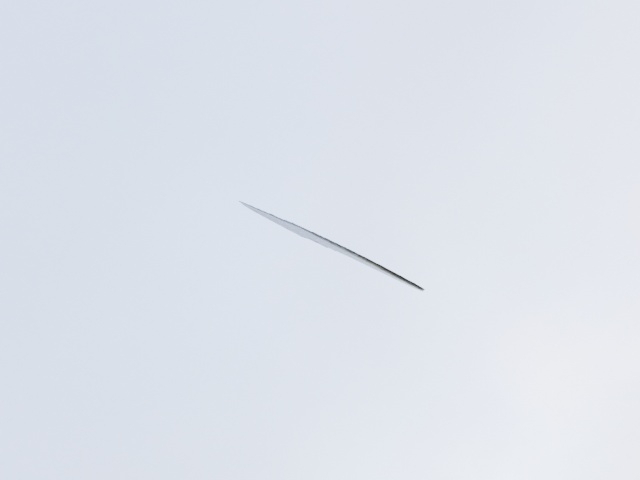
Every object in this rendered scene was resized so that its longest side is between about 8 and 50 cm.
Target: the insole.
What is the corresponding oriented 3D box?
[{"bbox_3d":[0.000,0.001,0.963,0.080,0.232,0.003,29,-92,-31],"label":"insole"}]
